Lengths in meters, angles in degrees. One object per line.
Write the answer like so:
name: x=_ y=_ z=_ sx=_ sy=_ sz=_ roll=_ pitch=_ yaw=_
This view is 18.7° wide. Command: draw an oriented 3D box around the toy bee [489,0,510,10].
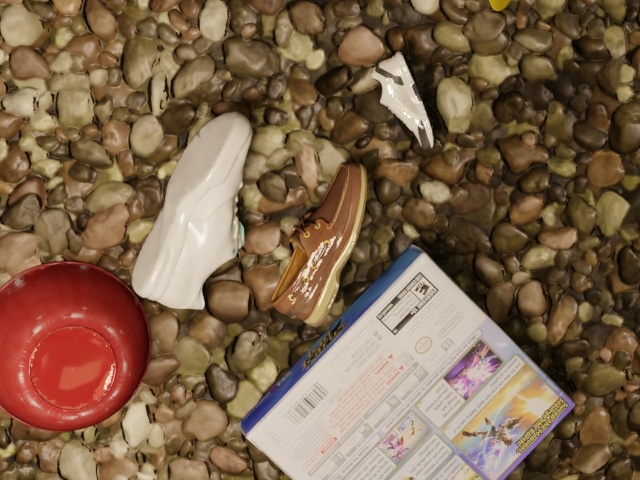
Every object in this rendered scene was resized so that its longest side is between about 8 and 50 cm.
toy bee: x=0.229 y=-0.318 z=1.977 sx=0.298 sy=0.162 sz=0.195 roll=35 pitch=100 yaw=9

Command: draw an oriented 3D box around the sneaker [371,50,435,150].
sneaker: x=0.087 y=-0.141 z=2.023 sx=0.043 sy=0.040 sz=0.109 roll=-23 pitch=101 yaw=9

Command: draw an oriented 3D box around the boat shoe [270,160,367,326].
boat shoe: x=0.000 y=0.000 z=2.011 sx=0.060 sy=0.064 sz=0.178 roll=17 pitch=98 yaw=-17

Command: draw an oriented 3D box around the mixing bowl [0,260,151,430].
mixing bowl: x=-0.253 y=0.119 z=1.959 sx=0.181 sy=0.098 sz=0.181 roll=-3 pitch=102 yaw=-13

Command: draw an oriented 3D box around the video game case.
video game case: x=0.093 y=0.184 z=2.067 sx=0.269 sy=0.061 sz=0.244 roll=-46 pitch=105 yaw=-1

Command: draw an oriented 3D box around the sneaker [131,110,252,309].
sneaker: x=-0.109 y=-0.028 z=1.985 sx=0.094 sy=0.080 sz=0.212 roll=22 pitch=102 yaw=-27
